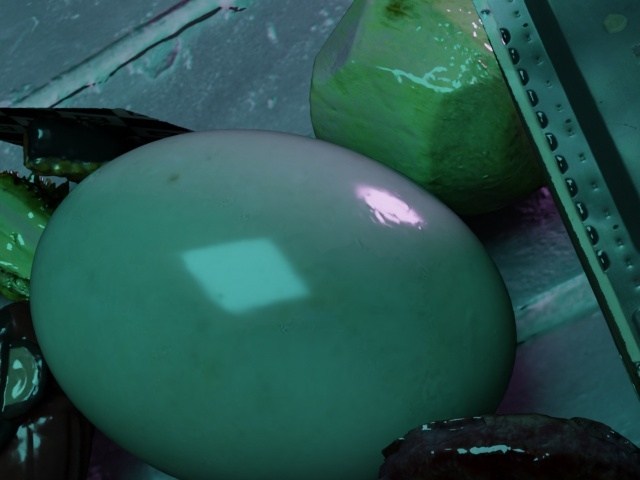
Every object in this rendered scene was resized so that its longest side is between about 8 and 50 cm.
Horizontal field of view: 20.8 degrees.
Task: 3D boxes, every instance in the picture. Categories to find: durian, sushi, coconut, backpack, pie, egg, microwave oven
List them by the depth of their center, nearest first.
[{"bbox_3d":[0.293,-0.005,1.128,0.247,0.333,0.394,-22,52,6],"label":"microwave oven"},{"bbox_3d":[0.136,0.186,1.189,0.218,0.204,0.054,-1,50,12],"label":"pie"},{"bbox_3d":[-0.041,0.056,1.311,0.388,0.276,0.276,10,67,27],"label":"egg"},{"bbox_3d":[0.097,-0.128,1.397,0.235,0.205,0.236,-9,50,11],"label":"coconut"},{"bbox_3d":[-0.264,0.165,1.451,0.229,0.138,0.229,-6,82,45],"label":"backpack"},{"bbox_3d":[-0.185,-0.063,1.489,0.264,0.290,0.050,3,85,30],"label":"sushi"},{"bbox_3d":[-0.284,-0.014,1.609,0.375,0.106,0.132,23,77,37],"label":"durian"}]
